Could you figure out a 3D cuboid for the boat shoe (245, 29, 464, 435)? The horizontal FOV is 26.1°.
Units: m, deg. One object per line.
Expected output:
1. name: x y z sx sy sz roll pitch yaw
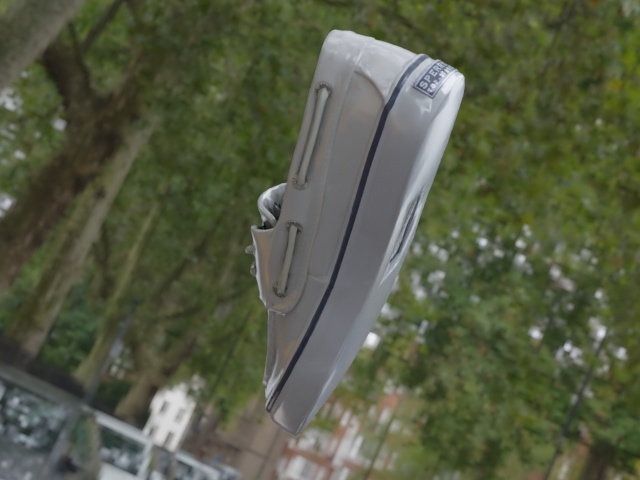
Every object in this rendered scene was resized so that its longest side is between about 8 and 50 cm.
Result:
1. boat shoe: 0.000 0.000 0.810 0.088 0.096 0.267 27 -50 11
